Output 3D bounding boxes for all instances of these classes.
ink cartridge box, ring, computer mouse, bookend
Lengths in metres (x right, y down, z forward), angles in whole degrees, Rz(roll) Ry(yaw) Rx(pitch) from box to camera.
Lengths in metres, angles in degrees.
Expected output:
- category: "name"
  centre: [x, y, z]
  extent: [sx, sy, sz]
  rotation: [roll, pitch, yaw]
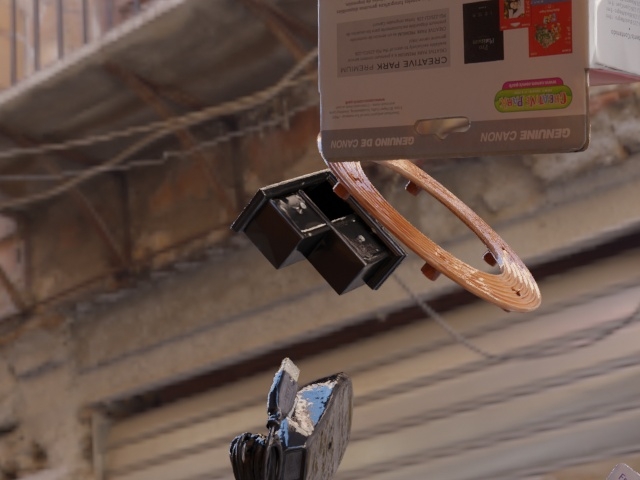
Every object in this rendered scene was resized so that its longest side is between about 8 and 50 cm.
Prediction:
- category: "ink cartridge box"
  centre: [0.149, -0.210, 1.140]
  extent: [0.309, 0.271, 0.130]
  rotation: [2, 2, 42]
- category: "ring"
  centre: [0.127, -0.022, 1.458]
  extent: [0.336, 0.336, 0.032]
  rotation: [19, -64, -48]
- category: "computer mouse"
  centre: [-0.032, 0.170, 1.070]
  extent: [0.060, 0.262, 0.184]
  rotation: [7, -60, 16]
- category: "bookend"
  centre: [0.000, 0.000, 1.495]
  extent: [0.157, 0.156, 0.072]
  rotation: [-19, -27, -54]

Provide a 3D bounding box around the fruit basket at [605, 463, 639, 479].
- category: "fruit basket"
  centre: [0.321, 0.445, 1.147]
  extent: [0.353, 0.327, 0.165]
  rotation: [-51, -16, -8]
